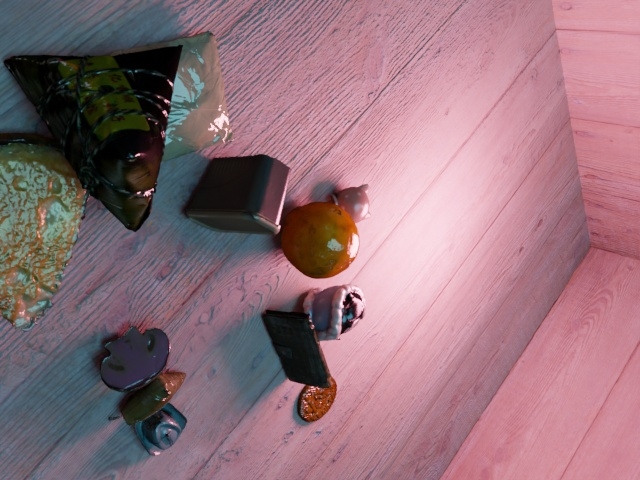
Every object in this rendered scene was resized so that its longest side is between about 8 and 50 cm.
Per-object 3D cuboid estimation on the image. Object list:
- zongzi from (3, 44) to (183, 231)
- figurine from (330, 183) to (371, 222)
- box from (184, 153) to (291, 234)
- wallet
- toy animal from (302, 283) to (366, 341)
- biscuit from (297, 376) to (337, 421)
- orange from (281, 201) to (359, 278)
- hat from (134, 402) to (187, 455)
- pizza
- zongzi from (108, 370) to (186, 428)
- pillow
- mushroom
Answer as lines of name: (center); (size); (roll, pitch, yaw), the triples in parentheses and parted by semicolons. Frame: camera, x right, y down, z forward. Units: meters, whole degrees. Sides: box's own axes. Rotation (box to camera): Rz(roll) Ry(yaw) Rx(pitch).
zongzi: (-0.392, -0.272, 1.281); (0.362, 0.319, 0.383); (-29, 82, -27)
figurine: (0.101, -0.115, 1.982); (0.138, 0.125, 0.125); (-18, 119, -23)
box: (-0.207, -0.117, 1.572); (0.138, 0.274, 0.178); (30, 70, -48)
wallet: (-0.069, 0.352, 1.959); (0.044, 0.169, 0.317); (-60, 143, -44)
toy animal: (0.036, 0.226, 1.997); (0.208, 0.204, 0.156); (-26, 103, -52)
biscuit: (-0.008, 0.573, 2.211); (0.188, 0.027, 0.187); (-19, 119, -40)
orange: (0.000, 0.000, 1.835); (0.240, 0.240, 0.240); (-19, 119, -39)
hat: (-0.442, 0.536, 1.718); (0.138, 0.078, 0.191); (-44, 132, -23)
pizza: (-0.642, -0.075, 1.260); (0.392, 0.080, 0.435); (-53, 133, -18)
zongzi: (-0.464, 0.438, 1.683); (0.189, 0.081, 0.178); (-44, 170, 3)
pillow: (-0.342, -0.336, 1.466); (0.274, 0.076, 0.280); (-27, 123, -33)
mushroom: (-0.475, 0.313, 1.571); (0.188, 0.141, 0.117); (-34, 162, -29)
